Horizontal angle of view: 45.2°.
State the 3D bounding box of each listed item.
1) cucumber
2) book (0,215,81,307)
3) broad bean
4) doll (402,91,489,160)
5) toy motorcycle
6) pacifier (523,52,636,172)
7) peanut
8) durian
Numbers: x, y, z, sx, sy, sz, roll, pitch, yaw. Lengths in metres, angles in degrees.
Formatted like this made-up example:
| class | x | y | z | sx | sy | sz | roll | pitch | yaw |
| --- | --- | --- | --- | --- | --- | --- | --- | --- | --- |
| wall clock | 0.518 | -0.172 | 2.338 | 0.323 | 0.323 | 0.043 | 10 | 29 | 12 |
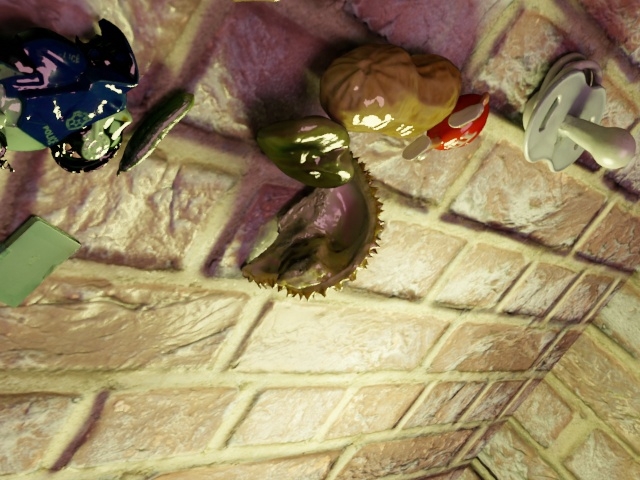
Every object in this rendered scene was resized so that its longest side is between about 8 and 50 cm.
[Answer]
| class | x | y | z | sx | sy | sz | roll | pitch | yaw |
| --- | --- | --- | --- | --- | --- | --- | --- | --- | --- |
| cucumber | -0.233 | -0.150 | 1.061 | 0.155 | 0.037 | 0.037 | -47 | 147 | 1 |
| book | -0.418 | 0.030 | 1.082 | 0.135 | 0.017 | 0.103 | -43 | 149 | 1 |
| broad bean | -0.022 | -0.148 | 1.205 | 0.153 | 0.072 | 0.206 | -11 | 157 | 22 |
| doll | 0.242 | -0.207 | 1.414 | 0.183 | 0.085 | 0.217 | -35 | -177 | 26 |
| toy motorcycle | -0.329 | -0.180 | 0.860 | 0.196 | 0.125 | 0.331 | -55 | 149 | 13 |
| pacifier | 0.563 | -0.239 | 1.622 | 0.299 | 0.233 | 0.244 | 7 | 119 | -51 |
| peanut | 0.121 | -0.241 | 1.246 | 0.305 | 0.147 | 0.147 | -2 | 128 | -47 |
| durian | 0.000 | 0.000 | 1.379 | 0.306 | 0.172 | 0.166 | -41 | 123 | 11 |
